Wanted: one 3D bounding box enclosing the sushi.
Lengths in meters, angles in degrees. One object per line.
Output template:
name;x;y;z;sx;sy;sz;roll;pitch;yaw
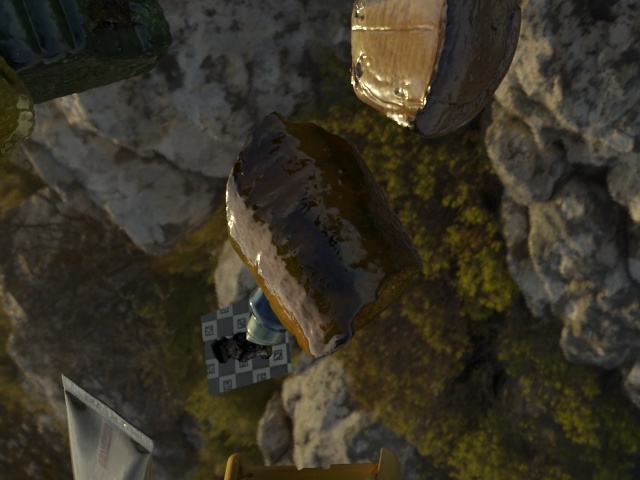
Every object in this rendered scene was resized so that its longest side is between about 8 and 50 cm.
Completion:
sushi;-0.153;0.228;1.880;0.215;0.050;0.192;-19;65;21

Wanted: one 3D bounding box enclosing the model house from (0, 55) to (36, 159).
model house;-0.500;-0.202;1.116;0.193;0.175;0.234;45;174;11

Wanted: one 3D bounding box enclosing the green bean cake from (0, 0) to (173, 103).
green bean cake;-0.402;-0.343;1.378;0.300;0.308;0.169;-13;96;69

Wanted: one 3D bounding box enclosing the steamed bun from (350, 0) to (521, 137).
steamed bun;0.183;-0.313;1.258;0.251;0.199;0.301;33;120;51

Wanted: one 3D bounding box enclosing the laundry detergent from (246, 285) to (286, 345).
laundry detergent;-0.047;0.074;1.581;0.143;0.094;0.289;25;110;-11

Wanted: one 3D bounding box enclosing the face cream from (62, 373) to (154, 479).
face cream;-0.248;0.304;1.020;0.137;0.084;0.341;30;134;23

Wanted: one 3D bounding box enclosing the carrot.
carrot;0.000;0.000;1.289;0.241;0.242;0.340;-47;67;44

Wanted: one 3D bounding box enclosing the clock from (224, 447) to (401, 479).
clock;-0.017;0.393;0.912;0.244;0.317;0.200;-6;114;10
